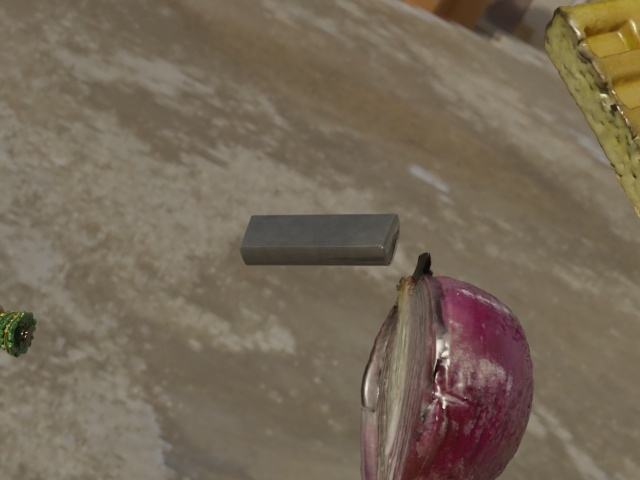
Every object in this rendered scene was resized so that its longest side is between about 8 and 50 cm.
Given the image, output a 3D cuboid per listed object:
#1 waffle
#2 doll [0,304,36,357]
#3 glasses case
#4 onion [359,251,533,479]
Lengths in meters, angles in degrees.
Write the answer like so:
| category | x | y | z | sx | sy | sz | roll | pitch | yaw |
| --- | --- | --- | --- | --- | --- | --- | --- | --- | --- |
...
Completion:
| category | x | y | z | sx | sy | sz | roll | pitch | yaw |
| --- | --- | --- | --- | --- | --- | --- | --- | --- | --- |
| waffle | 0.341 | -0.118 | 1.156 | 0.221 | 0.055 | 0.248 | -15 | 68 | -24 |
| doll | -0.497 | 0.132 | 1.999 | 0.113 | 0.078 | 0.076 | 17 | -6 | -4 |
| glasses case | -0.001 | 0.000 | 1.593 | 0.190 | 0.042 | 0.072 | 0 | 46 | 18 |
| onion | 0.140 | 0.212 | 1.408 | 0.159 | 0.267 | 0.349 | 11 | 66 | -8 |
